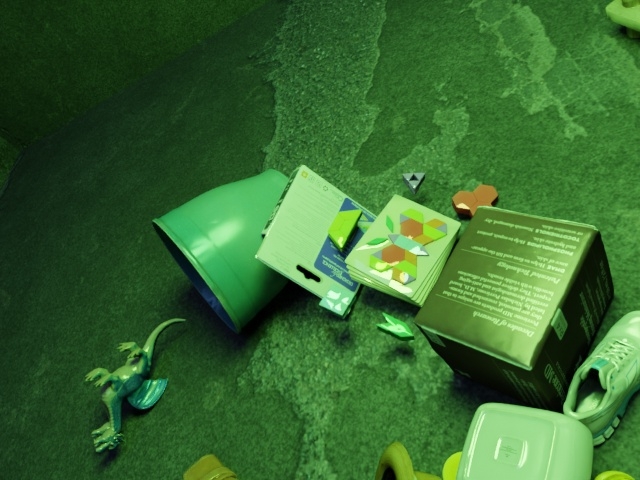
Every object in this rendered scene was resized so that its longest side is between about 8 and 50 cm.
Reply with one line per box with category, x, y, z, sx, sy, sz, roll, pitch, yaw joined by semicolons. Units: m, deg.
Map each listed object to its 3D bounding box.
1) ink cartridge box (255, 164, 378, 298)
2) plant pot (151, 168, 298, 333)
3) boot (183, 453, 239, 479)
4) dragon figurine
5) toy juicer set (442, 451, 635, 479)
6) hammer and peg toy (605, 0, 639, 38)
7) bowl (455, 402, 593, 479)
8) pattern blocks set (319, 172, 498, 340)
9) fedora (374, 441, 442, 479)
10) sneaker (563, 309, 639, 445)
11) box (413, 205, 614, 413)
ink cartridge box;0.000;0.000;0.979;0.045;0.206;0.208;-26;35;58
plant pot;-0.147;0.000;1.062;0.255;0.272;0.271;-37;40;-18
boot;-0.205;0.483;0.796;0.283;0.109;0.220;-50;44;-11
dragon figurine;-0.381;0.293;1.105;0.085;0.144;0.289;4;40;41
toy juicer set;0.274;0.350;0.561;0.209;0.089;0.329;-32;32;12
hammer and peg toy;0.676;-0.386;0.839;0.266;0.127;0.361;-35;42;8
bowl;0.223;0.250;0.602;0.142;0.053;0.142;-2;49;43
pattern blocks set;0.147;0.011;0.910;0.285;0.026;0.325;13;61;19
fedora;0.118;0.352;0.659;0.079;0.194;0.194;5;50;-7
sneaker;0.362;0.161;0.660;0.071;0.083;0.191;22;70;47
box;0.268;0.090;0.723;0.167;0.168;0.203;17;68;43
